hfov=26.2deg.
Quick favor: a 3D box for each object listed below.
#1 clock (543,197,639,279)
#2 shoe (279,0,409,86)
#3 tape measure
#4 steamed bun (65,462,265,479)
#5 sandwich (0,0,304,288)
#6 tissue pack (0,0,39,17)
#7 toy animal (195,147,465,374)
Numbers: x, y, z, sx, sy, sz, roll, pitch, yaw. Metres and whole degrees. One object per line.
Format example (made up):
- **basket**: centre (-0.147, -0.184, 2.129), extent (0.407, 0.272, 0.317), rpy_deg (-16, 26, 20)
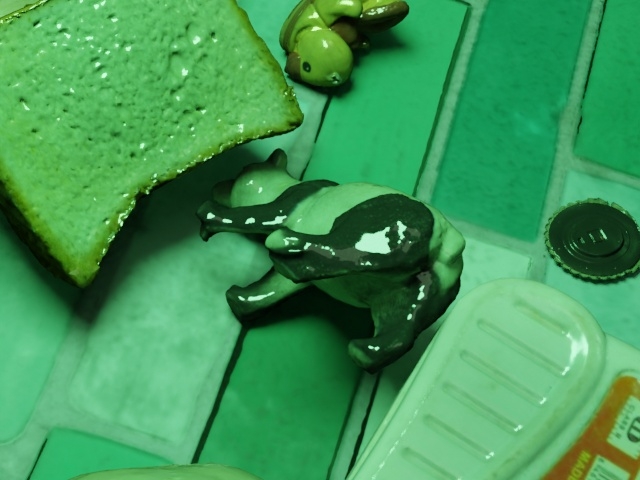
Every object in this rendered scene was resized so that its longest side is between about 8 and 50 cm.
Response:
- **clock**: centre (0.212, -0.001, 1.062), extent (0.083, 0.010, 0.074), rpy_deg (-15, 60, -21)
- **shoe**: centre (0.018, -0.175, 1.106), extent (0.069, 0.072, 0.109), rpy_deg (36, 56, 20)
- **tape measure**: centre (0.125, 0.172, 0.857), extent (0.265, 0.130, 0.258), rpy_deg (33, 58, 5)
- **steamed bun**: centre (-0.121, 0.250, 0.641), extent (0.324, 0.219, 0.310), rpy_deg (-23, 57, 5)
- **sandwich**: centre (-0.138, -0.098, 0.941), extent (0.214, 0.065, 0.186), rpy_deg (-35, 107, -19)
- **tissue pack**: centre (-0.168, -0.159, 1.028), extent (0.169, 0.120, 0.082), rpy_deg (-19, 59, -24)
- **toy animal**: centre (0.000, 0.000, 0.943), extent (0.121, 0.094, 0.225), rpy_deg (-35, 32, -27)
